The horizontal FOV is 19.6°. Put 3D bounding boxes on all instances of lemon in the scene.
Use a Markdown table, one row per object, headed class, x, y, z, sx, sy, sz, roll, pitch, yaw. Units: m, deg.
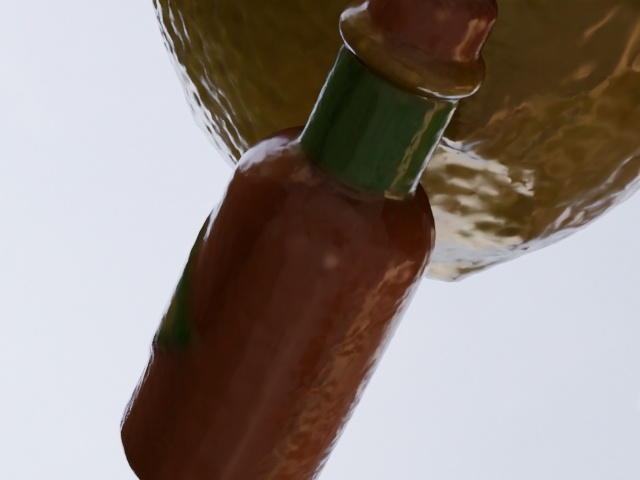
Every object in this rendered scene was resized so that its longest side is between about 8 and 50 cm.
| class | x | y | z | sx | sy | sz | roll | pitch | yaw |
| --- | --- | --- | --- | --- | --- | --- | --- | --- | --- |
| lemon | 0.052 | -0.111 | 0.686 | 0.233 | 0.233 | 0.288 | 10 | -33 | -15 |

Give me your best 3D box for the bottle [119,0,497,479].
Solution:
| class | x | y | z | sx | sy | sz | roll | pitch | yaw |
| --- | --- | --- | --- | --- | --- | --- | --- | --- | --- |
| bottle | 0.000 | 0.000 | 0.556 | 0.069 | 0.069 | 0.187 | 21 | -61 | -12 |
